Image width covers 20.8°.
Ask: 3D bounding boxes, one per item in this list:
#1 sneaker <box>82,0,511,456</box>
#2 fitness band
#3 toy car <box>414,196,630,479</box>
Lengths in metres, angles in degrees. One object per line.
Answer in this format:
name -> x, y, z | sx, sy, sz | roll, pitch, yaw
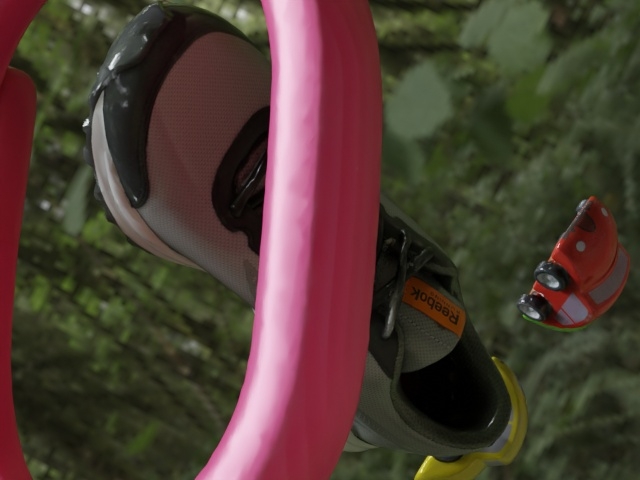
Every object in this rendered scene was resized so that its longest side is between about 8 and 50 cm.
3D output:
sneaker -> 0.000, 0.000, 0.747 | 0.100, 0.108, 0.271 | -58, -48, -23
fitness band -> -0.075, -0.006, 0.670 | 0.054, 0.209, 0.291 | 17, -107, -53
toy car -> 0.161, 0.051, 1.173 | 0.239, 0.053, 0.225 | -62, -10, 29
